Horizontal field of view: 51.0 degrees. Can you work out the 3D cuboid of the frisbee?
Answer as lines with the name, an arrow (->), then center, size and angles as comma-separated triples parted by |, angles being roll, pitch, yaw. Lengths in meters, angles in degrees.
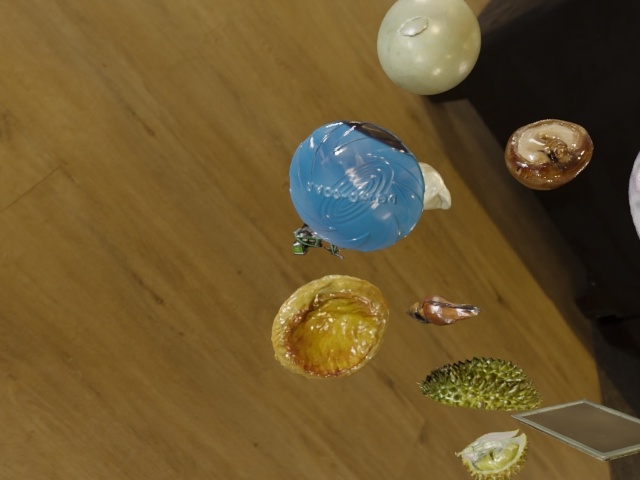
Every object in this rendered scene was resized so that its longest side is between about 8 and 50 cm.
frisbee -> 0.056, -0.083, 1.135 | 0.242, 0.242, 0.045 | 54, 30, -13

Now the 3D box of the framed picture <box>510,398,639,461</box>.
framed picture -> 0.562, 0.387, 1.385 | 0.217, 0.274, 0.017 | -4, 95, -20

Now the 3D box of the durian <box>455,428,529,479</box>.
durian -> 0.427, 0.553, 1.685 | 0.146, 0.208, 0.102 | -46, 115, -45

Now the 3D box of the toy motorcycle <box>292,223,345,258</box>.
toy motorcycle -> 0.000, 0.000, 1.970 | 0.058, 0.173, 0.100 | -60, 147, -53

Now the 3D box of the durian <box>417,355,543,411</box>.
durian -> 0.454, 0.422, 1.860 | 0.352, 0.169, 0.158 | 5, 51, -3

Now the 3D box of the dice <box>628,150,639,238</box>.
dice -> 0.733, -0.084, 1.164 | 0.270, 0.271, 0.270 | 5, 61, -14

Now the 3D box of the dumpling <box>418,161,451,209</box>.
dumpling -> 0.215, -0.138, 1.477 | 0.169, 0.100, 0.134 | 63, -1, 46

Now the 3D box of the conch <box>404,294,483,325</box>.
conch -> 0.317, 0.183, 1.794 | 0.086, 0.233, 0.080 | -39, 102, -27

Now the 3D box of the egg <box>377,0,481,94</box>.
egg -> 0.199, -0.364, 1.233 | 0.186, 0.186, 0.253 | 63, 24, -6

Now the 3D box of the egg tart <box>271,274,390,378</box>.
egg tart -> 0.018, 0.198, 1.634 | 0.319, 0.319, 0.128 | 29, 17, -32

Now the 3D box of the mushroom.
mushroom -> 0.591, -0.220, 1.754 | 0.231, 0.194, 0.138 | -23, 120, -9
